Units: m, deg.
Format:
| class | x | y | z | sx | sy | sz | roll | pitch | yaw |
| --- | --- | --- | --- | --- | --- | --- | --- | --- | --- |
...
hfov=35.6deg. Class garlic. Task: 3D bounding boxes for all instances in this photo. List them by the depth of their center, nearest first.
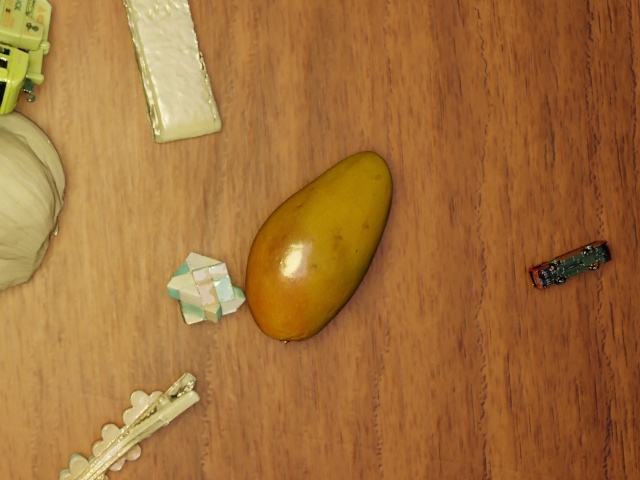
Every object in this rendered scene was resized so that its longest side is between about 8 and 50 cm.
| class | x | y | z | sx | sy | sz | roll | pitch | yaw |
| --- | --- | --- | --- | --- | --- | --- | --- | --- | --- |
| garlic | -0.370 | -0.040 | 1.066 | 0.178 | 0.143 | 0.229 | 29 | 75 | -10 |

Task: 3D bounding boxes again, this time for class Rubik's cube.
| class | x | y | z | sx | sy | sz | roll | pitch | yaw |
| --- | --- | --- | --- | --- | --- | --- | --- | --- | --- |
| Rubik's cube | -0.136 | 0.057 | 1.153 | 0.075 | 0.073 | 0.084 | -34 | 100 | -11 |

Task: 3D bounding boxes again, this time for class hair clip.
| class | x | y | z | sx | sy | sz | roll | pitch | yaw |
| --- | --- | --- | --- | --- | --- | --- | --- | --- | --- |
| hair clip | -0.227 | 0.229 | 1.148 | 0.214 | 0.056 | 0.062 | -40 | 115 | -1 |

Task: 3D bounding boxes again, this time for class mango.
| class | x | y | z | sx | sy | sz | roll | pitch | yaw |
| --- | --- | --- | --- | --- | --- | --- | --- | --- | --- |
| mango | 0.000 | 0.000 | 1.160 | 0.138 | 0.113 | 0.253 | 40 | 76 | -29 |

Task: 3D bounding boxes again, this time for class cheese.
| class | x | y | z | sx | sy | sz | roll | pitch | yaw |
| --- | --- | --- | --- | --- | --- | --- | --- | --- | --- |
| cheese | -0.199 | -0.314 | 1.158 | 0.085 | 0.034 | 0.400 | -14 | 93 | -8 |

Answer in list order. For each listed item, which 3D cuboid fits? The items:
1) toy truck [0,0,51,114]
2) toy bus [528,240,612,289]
| class | x | y | z | sx | sy | sz | roll | pitch | yaw |
| --- | --- | --- | --- | --- | --- | --- | --- | --- | --- |
| toy truck | -0.343 | -0.213 | 1.074 | 0.100 | 0.077 | 0.168 | 12 | 52 | -20 |
| toy bus | 0.318 | 0.030 | 1.273 | 0.110 | 0.043 | 0.031 | -20 | 98 | -14 |
